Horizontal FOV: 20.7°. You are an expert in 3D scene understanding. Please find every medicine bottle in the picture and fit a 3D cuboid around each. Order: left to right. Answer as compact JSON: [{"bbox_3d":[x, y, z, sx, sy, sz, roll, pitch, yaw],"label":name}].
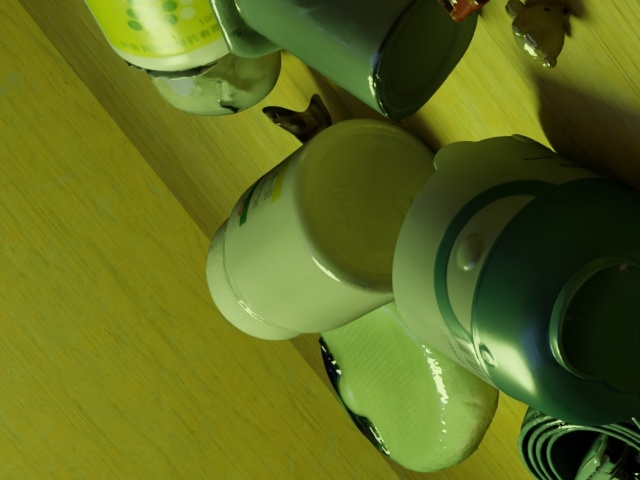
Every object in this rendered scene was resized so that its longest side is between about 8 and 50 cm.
[{"bbox_3d":[-0.195,-0.368,1.818,0.213,0.213,0.378,40,165,41],"label":"medicine bottle"},{"bbox_3d":[0.000,0.000,2.079,0.208,0.208,0.340,51,153,-4],"label":"medicine bottle"}]

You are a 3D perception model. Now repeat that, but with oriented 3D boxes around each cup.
[{"bbox_3d":[0.236,0.048,1.596,0.290,0.219,0.258,21,-173,-35],"label":"cup"}]

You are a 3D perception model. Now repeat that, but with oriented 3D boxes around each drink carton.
[{"bbox_3d":[0.033,-0.220,1.583,0.190,0.185,0.191,31,160,26],"label":"drink carton"}]

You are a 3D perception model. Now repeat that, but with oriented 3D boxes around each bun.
[{"bbox_3d":[0.142,0.145,2.286,0.293,0.187,0.293,31,137,35],"label":"bun"}]

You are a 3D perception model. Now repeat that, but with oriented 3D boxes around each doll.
[{"bbox_3d":[0.175,-0.173,1.453,0.061,0.051,0.093,45,171,-9],"label":"doll"}]

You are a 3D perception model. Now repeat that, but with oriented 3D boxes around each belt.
[{"bbox_3d":[0.317,0.214,1.868,0.206,0.116,0.267,18,150,19],"label":"belt"}]

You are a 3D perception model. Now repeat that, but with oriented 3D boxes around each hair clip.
[{"bbox_3d":[0.027,-0.090,2.226,0.173,0.069,0.300,40,172,44],"label":"hair clip"}]

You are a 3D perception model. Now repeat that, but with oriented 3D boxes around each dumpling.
[{"bbox_3d":[-0.143,-0.263,2.159,0.243,0.175,0.226,-9,92,61],"label":"dumpling"}]

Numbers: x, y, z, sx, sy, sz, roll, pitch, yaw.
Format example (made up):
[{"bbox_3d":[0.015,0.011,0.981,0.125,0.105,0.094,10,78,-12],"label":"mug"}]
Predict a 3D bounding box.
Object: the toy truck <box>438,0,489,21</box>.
[{"bbox_3d":[0.066,-0.293,1.337,0.252,0.107,0.114,49,168,0],"label":"toy truck"}]
